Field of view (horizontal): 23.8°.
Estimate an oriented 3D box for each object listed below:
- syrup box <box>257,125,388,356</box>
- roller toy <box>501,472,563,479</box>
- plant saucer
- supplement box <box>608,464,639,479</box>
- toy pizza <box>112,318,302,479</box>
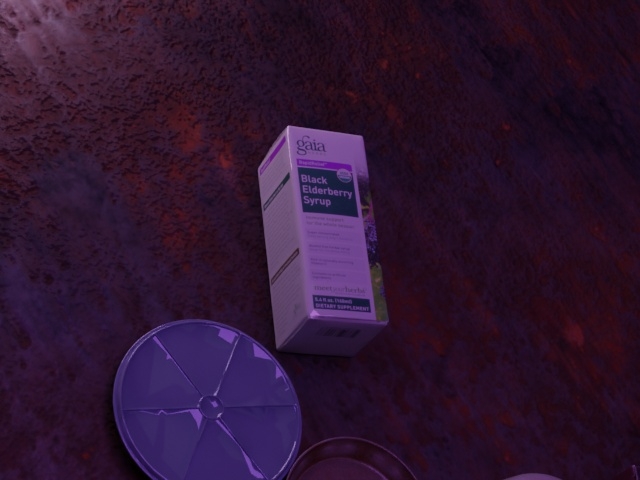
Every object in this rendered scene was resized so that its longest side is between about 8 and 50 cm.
[{"bbox_3d":[0.000,0.000,1.649,0.093,0.096,0.237,6,60,-23],"label":"syrup box"},{"bbox_3d":[0.193,0.337,1.511,0.209,0.146,0.191,11,64,-33],"label":"roller toy"},{"bbox_3d":[0.033,0.282,1.539,0.168,0.029,0.168,13,58,-22],"label":"plant saucer"},{"bbox_3d":[0.409,0.314,1.676,0.188,0.081,0.104,8,59,-23],"label":"supplement box"},{"bbox_3d":[-0.115,0.174,1.529,0.201,0.032,0.201,13,56,-20],"label":"toy pizza"}]
